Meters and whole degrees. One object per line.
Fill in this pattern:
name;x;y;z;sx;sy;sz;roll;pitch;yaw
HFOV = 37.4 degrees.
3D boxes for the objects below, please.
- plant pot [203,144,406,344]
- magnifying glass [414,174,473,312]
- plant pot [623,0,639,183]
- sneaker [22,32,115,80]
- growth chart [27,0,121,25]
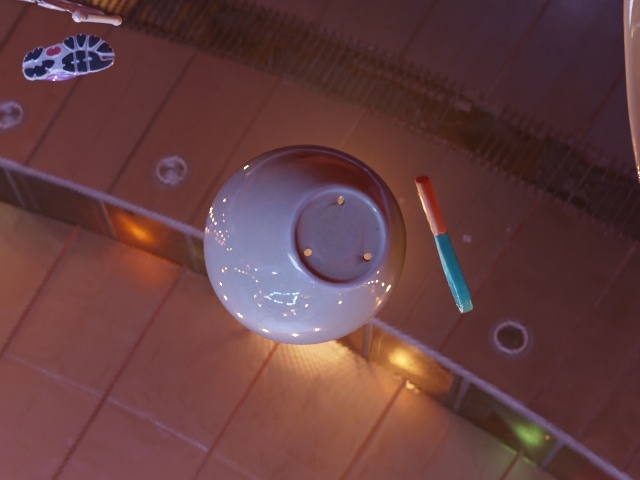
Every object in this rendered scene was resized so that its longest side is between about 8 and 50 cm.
plant pot;0.000;0.000;1.257;0.284;0.191;0.284;1;-94;-16
magnifying glass;0.189;0.008;1.446;0.026;0.231;0.092;-19;-158;2
plant pot;0.320;-0.138;0.598;0.203;0.291;0.291;-4;-121;8
sneaker;-0.423;-0.308;1.613;0.170;0.071;0.068;-4;-93;18
growth chart;-0.417;-0.357;1.404;0.237;0.172;0.021;18;-76;16
